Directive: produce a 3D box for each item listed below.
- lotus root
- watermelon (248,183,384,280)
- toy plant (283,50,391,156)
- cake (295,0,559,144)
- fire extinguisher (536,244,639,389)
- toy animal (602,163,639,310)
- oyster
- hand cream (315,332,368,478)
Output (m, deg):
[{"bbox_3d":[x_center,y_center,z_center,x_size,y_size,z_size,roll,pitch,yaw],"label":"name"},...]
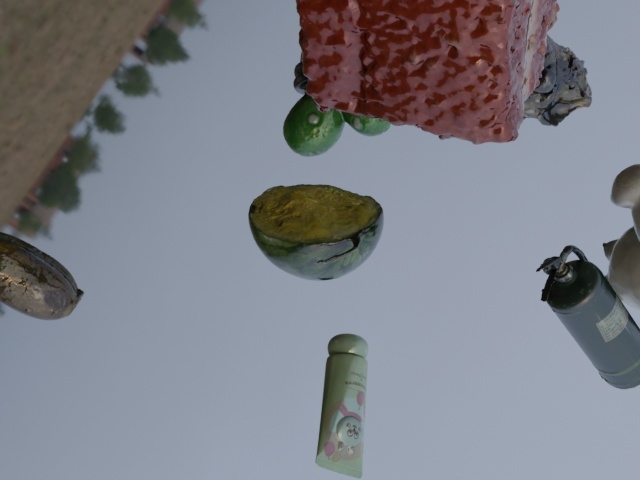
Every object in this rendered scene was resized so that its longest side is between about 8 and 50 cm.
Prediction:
[{"bbox_3d":[-0.574,0.073,2.013,0.123,0.241,0.124,-48,-162,18],"label":"lotus root"},{"bbox_3d":[-0.003,-0.003,1.646,0.204,0.127,0.232,-23,-143,-36],"label":"watermelon"},{"bbox_3d":[0.031,-0.280,1.987,0.175,0.218,0.235,19,68,-69],"label":"toy plant"},{"bbox_3d":[0.150,-0.308,1.271,0.270,0.269,0.319,83,30,-43],"label":"cake"},{"bbox_3d":[0.390,0.099,1.520,0.093,0.294,0.118,1,-127,45],"label":"fire extinguisher"},{"bbox_3d":[0.536,0.016,1.686,0.196,0.241,0.368,-50,170,-25],"label":"toy animal"},{"bbox_3d":[0.488,-0.324,2.298,0.221,0.361,0.096,-54,-128,16],"label":"oyster"},{"bbox_3d":[0.049,0.356,2.294,0.093,0.147,0.306,-16,-121,41],"label":"hand cream"}]
